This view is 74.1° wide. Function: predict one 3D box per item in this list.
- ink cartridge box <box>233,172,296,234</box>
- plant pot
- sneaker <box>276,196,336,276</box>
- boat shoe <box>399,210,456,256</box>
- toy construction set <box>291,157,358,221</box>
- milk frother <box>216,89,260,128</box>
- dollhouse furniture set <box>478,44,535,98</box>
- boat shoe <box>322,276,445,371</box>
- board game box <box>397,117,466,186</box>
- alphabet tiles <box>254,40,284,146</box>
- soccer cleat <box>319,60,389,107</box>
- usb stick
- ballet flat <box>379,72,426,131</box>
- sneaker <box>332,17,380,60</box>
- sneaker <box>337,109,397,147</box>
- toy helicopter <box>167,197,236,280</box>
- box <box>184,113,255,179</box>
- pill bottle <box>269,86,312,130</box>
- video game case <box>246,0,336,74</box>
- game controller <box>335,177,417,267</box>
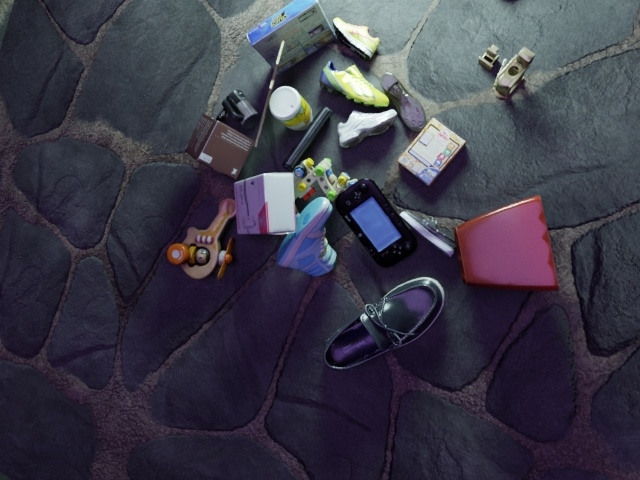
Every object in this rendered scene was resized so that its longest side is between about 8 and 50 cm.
[{"bbox_3d":[-0.207,-0.124,1.538,0.283,0.117,0.208,0,95,58],"label":"ink cartridge box"},{"bbox_3d":[0.549,0.031,1.311,0.235,0.267,0.268,-10,85,14],"label":"plant pot"},{"bbox_3d":[0.000,0.000,1.516,0.208,0.127,0.319,25,125,-19],"label":"sneaker"},{"bbox_3d":[0.383,-0.040,1.469,0.228,0.080,0.076,39,93,13],"label":"boat shoe"},{"bbox_3d":[-0.038,-0.175,1.573,0.327,0.151,0.215,-42,100,17],"label":"toy construction set"},{"bbox_3d":[-0.337,-0.500,1.702,0.135,0.129,0.143,54,145,12],"label":"milk frother"},{"bbox_3d":[0.577,-0.567,1.375,0.161,0.182,0.101,43,100,13],"label":"dollhouse furniture set"},{"bbox_3d":[0.212,0.303,1.467,0.500,0.156,0.187,-35,77,11],"label":"boat shoe"},{"bbox_3d":[0.390,-0.309,1.492,0.146,0.045,0.193,42,99,14],"label":"board game box"},{"bbox_3d":[-0.186,-0.521,1.529,0.011,0.285,0.343,15,137,-11],"label":"alphabet tiles"},{"bbox_3d":[0.127,-0.572,1.551,0.289,0.093,0.121,28,109,18],"label":"soccer cleat"},{"bbox_3d":[-0.049,-0.383,1.594,0.045,0.077,0.278,36,88,-18],"label":"usb stick"},{"bbox_3d":[0.298,-0.497,1.528,0.084,0.058,0.250,-38,83,15],"label":"ballet flat"},{"bbox_3d":[0.134,-0.764,1.577,0.208,0.081,0.094,43,93,7],"label":"sneaker"},{"bbox_3d":[0.162,-0.436,1.546,0.232,0.090,0.115,-21,79,14],"label":"sneaker"},{"bbox_3d":[-0.419,-0.002,1.678,0.234,0.140,0.355,34,95,13],"label":"toy helicopter"},{"bbox_3d":[-0.389,-0.360,1.622,0.203,0.168,0.167,37,99,52],"label":"box"},{"bbox_3d":[-0.099,-0.474,1.559,0.117,0.208,0.118,0,88,16],"label":"pill bottle"},{"bbox_3d":[-0.100,-0.750,1.553,0.269,0.244,0.061,-27,79,14],"label":"video game case"},{"bbox_3d":[0.195,-0.059,1.495,0.166,0.067,0.319,-36,94,10],"label":"game controller"}]
